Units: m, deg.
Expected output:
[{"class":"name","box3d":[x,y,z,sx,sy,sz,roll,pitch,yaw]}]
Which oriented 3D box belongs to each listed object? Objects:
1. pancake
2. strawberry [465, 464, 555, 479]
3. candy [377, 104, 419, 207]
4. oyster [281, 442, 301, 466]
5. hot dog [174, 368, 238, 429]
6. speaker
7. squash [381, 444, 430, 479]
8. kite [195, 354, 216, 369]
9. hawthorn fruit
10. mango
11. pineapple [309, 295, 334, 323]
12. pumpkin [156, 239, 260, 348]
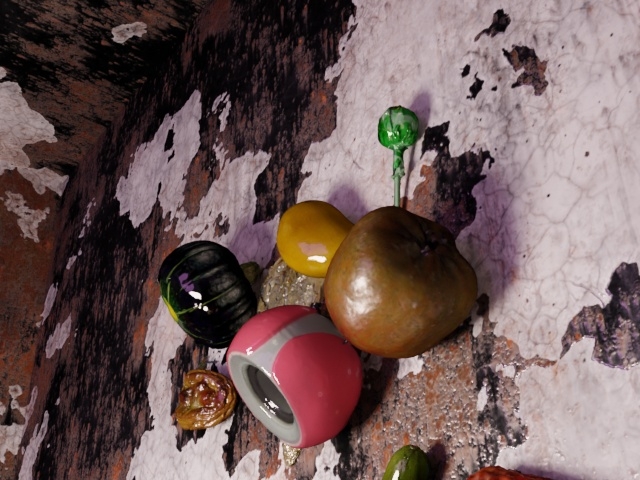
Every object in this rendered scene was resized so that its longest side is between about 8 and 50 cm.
[{"class":"pancake","box3d":[-0.070,0.149,2.029,0.282,0.049,0.282,-32,48,44]},{"class":"strawberry","box3d":[0.298,0.433,1.211,0.253,0.150,0.280,-44,41,34]},{"class":"candy","box3d":[0.170,-0.140,1.823,0.097,0.097,0.324,-17,67,52]},{"class":"oyster","box3d":[-0.062,0.458,1.849,0.080,0.038,0.083,-9,63,53]},{"class":"hot dog","box3d":[-0.307,0.420,2.186,0.227,0.099,0.161,-20,58,45]},{"class":"speaker","box3d":[-0.048,0.280,1.705,0.294,0.294,0.294,-34,46,44]},{"class":"squash","box3d":[0.111,0.519,1.500,0.087,0.087,0.332,32,97,58]},{"class":"kite","box3d":[-0.340,0.410,2.326,0.160,0.010,0.183,-7,69,53]},{"class":"hawthorn fruit","box3d":[0.131,0.094,1.568,0.301,0.267,0.268,-49,37,33]},{"class":"mango","box3d":[-0.006,0.003,1.918,0.175,0.139,0.254,-44,38,-1]},{"class":"pineapple","box3d":[0.029,0.155,1.822,0.197,0.108,0.108,-20,56,50]},{"class":"pumpkin","box3d":[-0.264,0.128,2.169,0.296,0.295,0.296,-34,46,44]}]
